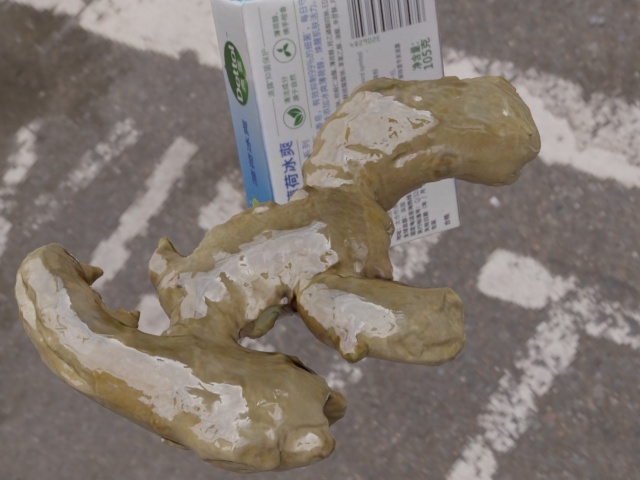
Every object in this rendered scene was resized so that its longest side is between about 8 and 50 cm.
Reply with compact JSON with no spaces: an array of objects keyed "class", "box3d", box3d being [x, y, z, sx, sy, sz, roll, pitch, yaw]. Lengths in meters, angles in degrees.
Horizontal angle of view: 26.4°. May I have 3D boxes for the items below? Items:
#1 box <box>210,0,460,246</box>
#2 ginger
[{"class":"box","box3d":[0.013,-0.089,0.941,0.139,0.194,0.073,-16,22,-18]},{"class":"ginger","box3d":[0.007,0.012,0.592,0.258,0.065,0.149,-26,63,-23]}]
